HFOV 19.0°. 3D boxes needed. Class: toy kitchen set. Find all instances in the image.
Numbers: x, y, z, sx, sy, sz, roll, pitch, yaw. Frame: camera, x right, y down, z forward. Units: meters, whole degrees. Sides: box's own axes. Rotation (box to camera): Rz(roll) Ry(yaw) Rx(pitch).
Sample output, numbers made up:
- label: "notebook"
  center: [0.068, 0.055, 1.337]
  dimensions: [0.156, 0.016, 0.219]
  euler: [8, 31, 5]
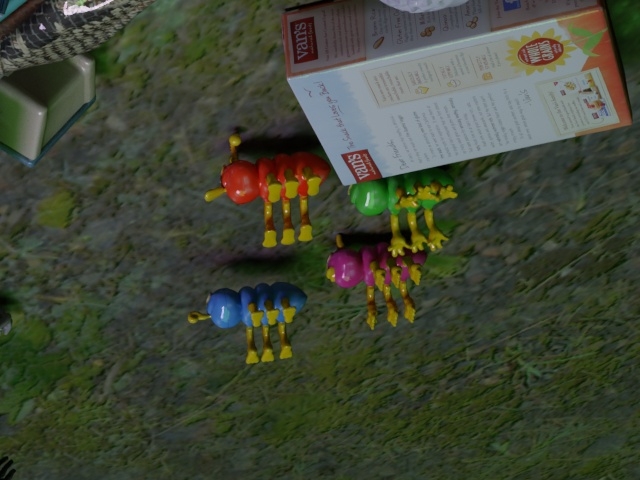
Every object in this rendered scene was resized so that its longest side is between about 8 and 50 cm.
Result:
- label: "toy kitchen set"
  center: [-0.296, -0.107, 1.405]
  dimensions: [0.207, 0.166, 0.122]
  euler: [33, 148, 8]

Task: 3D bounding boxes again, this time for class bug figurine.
- label: "bug figurine"
  center: [0.000, 0.000, 1.621]
  dimensions: [0.216, 0.072, 0.279]
  euler: [-5, 146, -12]

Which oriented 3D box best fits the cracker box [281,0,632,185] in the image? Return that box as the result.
- label: "cracker box"
  center: [0.103, -0.127, 1.417]
  dimensions: [0.232, 0.067, 0.156]
  euler: [-12, 149, 11]

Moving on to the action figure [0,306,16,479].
- label: "action figure"
  center: [-0.367, 0.115, 1.715]
  dimensions: [0.164, 0.141, 0.276]
  euler: [-1, 125, 11]

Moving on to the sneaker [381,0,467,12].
- label: "sneaker"
  center: [0.099, -0.285, 0.872]
  dimensions: [0.210, 0.366, 0.137]
  euler: [-2, 173, -20]

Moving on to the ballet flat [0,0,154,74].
- label: "ballet flat"
  center: [-0.071, -0.238, 1.144]
  dimensions: [0.182, 0.164, 0.483]
  euler: [-8, 165, -42]

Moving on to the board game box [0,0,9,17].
- label: "board game box"
  center: [-0.278, -0.151, 1.115]
  dimensions: [0.194, 0.060, 0.194]
  euler: [12, 155, -9]
